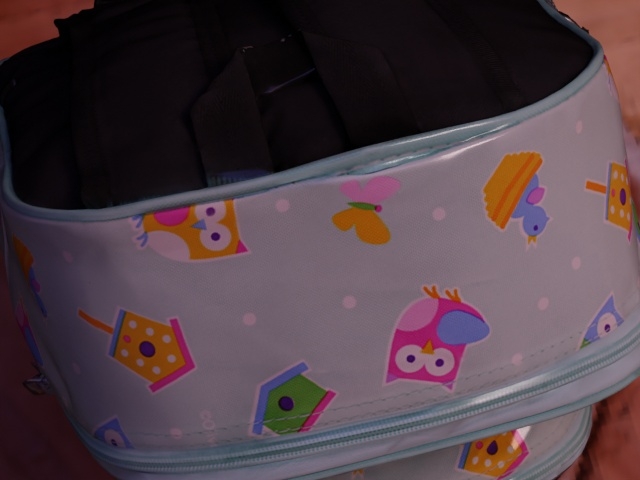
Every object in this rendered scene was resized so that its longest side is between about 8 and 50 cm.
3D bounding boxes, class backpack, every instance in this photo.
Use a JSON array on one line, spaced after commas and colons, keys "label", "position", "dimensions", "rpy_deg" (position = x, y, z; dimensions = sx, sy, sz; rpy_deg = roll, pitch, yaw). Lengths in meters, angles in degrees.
[{"label": "backpack", "position": [0.000, 0.000, 0.501], "dimensions": [0.165, 0.188, 0.144], "rpy_deg": [-12, 102, -6]}]
